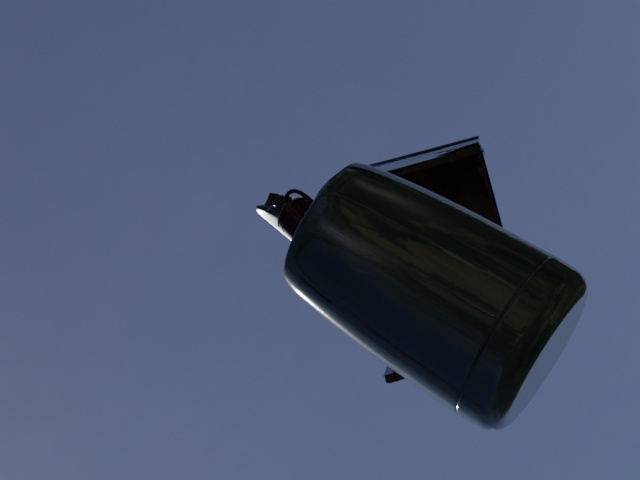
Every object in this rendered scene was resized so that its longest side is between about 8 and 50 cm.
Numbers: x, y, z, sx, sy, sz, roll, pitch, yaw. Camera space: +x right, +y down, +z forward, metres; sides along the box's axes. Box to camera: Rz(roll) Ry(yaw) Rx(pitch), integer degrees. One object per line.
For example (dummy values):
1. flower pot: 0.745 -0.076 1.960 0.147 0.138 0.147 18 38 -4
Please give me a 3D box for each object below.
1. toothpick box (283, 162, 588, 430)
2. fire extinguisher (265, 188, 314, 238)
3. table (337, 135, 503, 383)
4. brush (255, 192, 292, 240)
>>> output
1. toothpick box: 0.071 0.030 1.138 0.120 0.184 0.120 -51 -17 -22
2. fire extinguisher: 0.000 0.000 1.542 0.039 0.056 0.132 -26 -118 -38
3. table: 0.135 0.017 2.134 0.282 0.196 0.250 -51 -53 -83
4. brush: -0.009 -0.004 1.896 0.193 0.043 0.032 39 -108 -51
